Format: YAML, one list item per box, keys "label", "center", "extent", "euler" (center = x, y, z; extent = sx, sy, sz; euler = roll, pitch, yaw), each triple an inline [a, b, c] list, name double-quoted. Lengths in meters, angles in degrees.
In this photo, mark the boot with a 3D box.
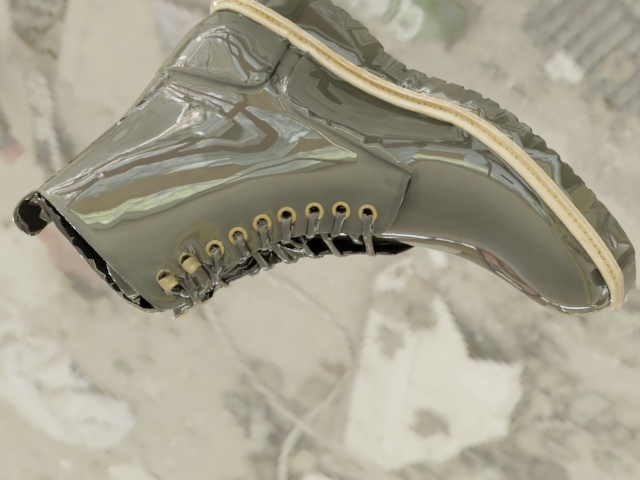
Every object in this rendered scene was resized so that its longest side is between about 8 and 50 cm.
- label: "boot"
  center: [0.000, 0.000, 0.598]
  extent: [0.198, 0.137, 0.077]
  euler: [35, 160, 29]
